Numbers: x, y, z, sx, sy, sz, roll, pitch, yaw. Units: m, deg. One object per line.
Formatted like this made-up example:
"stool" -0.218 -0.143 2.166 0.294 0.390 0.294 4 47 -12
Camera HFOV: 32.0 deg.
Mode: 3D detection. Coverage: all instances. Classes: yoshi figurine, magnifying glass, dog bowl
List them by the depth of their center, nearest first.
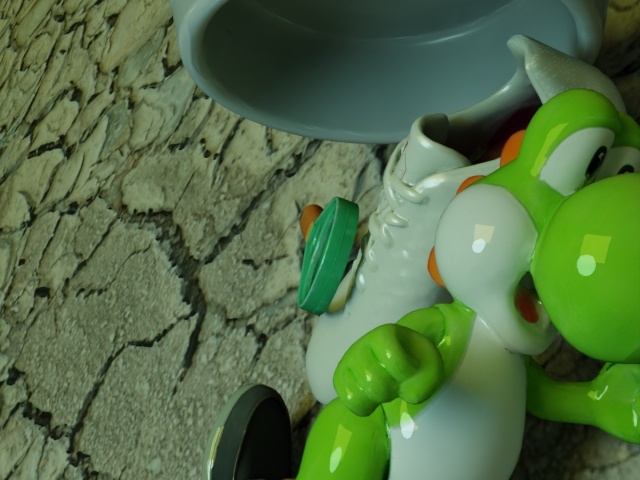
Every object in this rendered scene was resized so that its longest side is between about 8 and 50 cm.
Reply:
"yoshi figurine" 0.113 0.087 0.664 0.203 0.203 0.362 29 95 14
"dog bowl" 0.050 -0.176 0.830 0.349 0.349 0.102 -17 64 42
"magnifying glass" 0.000 0.000 0.925 0.231 0.026 0.092 -105 35 -80

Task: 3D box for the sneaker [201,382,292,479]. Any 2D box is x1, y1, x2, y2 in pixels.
"sneaker" -0.028 0.217 0.851 0.118 0.083 0.222 -11 64 38

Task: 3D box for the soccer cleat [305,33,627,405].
"soccer cleat" 0.077 -0.014 0.829 0.331 0.143 0.116 -47 37 16
